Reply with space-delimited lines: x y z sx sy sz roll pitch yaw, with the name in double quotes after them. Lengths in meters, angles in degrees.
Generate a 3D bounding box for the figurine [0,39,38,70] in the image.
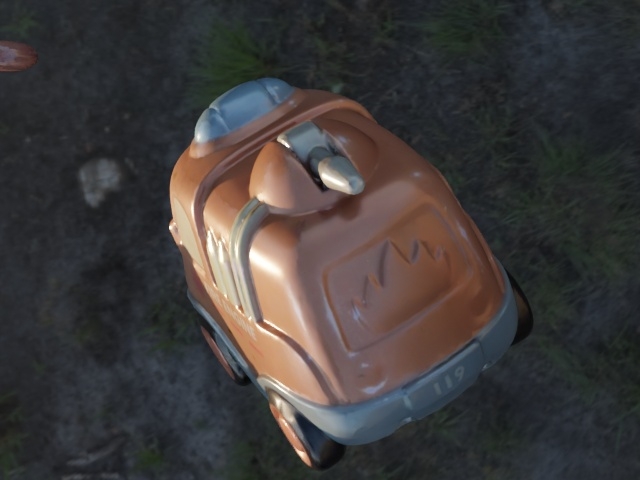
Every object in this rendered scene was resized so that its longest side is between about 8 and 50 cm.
-0.426 -0.193 0.974 0.421 0.154 0.193 6 110 45 "figurine"

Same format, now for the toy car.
0.000 0.000 0.756 0.270 0.181 0.212 37 155 56 "toy car"
